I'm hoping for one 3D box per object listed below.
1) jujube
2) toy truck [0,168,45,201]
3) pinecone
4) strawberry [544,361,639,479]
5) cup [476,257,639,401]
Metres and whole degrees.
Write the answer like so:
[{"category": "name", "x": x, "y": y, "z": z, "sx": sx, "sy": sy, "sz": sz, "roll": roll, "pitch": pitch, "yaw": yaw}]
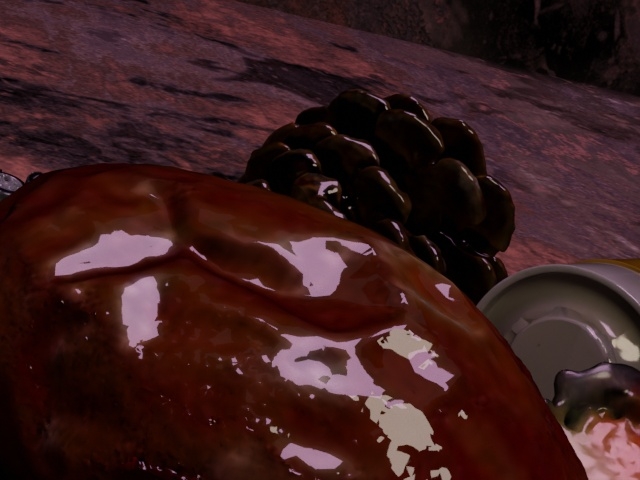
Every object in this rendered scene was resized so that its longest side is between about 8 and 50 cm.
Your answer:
[{"category": "jujube", "x": -0.043, "y": 0.115, "z": 0.996, "sx": 0.377, "sy": 0.276, "sz": 0.276, "roll": 21, "pitch": 16, "yaw": 21}, {"category": "toy truck", "x": -0.252, "y": 0.022, "z": 1.442, "sx": 0.216, "sy": 0.110, "sz": 0.116, "roll": 2, "pitch": 32, "yaw": -43}, {"category": "pinecone", "x": 0.031, "y": 0.006, "z": 1.588, "sx": 0.244, "sy": 0.244, "sz": 0.309, "roll": 22, "pitch": 33, "yaw": 22}, {"category": "strawberry", "x": 0.136, "y": 0.223, "z": 1.143, "sx": 0.233, "sy": 0.137, "sz": 0.306, "roll": -6, "pitch": 46, "yaw": -8}, {"category": "cup", "x": 0.244, "y": 0.122, "z": 1.476, "sx": 0.226, "sy": 0.185, "sz": 0.241, "roll": -12, "pitch": 70, "yaw": -52}]
